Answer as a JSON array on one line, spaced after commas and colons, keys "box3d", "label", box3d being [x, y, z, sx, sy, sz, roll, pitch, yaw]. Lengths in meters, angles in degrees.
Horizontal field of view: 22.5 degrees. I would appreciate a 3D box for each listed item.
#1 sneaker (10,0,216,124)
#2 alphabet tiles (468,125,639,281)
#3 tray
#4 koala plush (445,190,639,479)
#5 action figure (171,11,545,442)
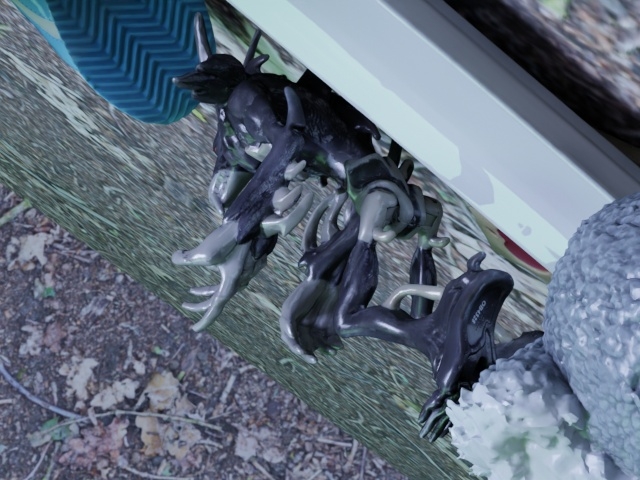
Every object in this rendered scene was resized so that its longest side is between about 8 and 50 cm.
[{"box3d": [-0.145, -0.161, 0.901, 0.229, 0.087, 0.092, 49, 174, -19], "label": "sneaker"}, {"box3d": [0.197, 0.037, 0.788, 0.342, 0.011, 0.285, 31, 168, 33], "label": "alphabet tiles"}, {"box3d": [0.060, -0.062, 0.709, 0.270, 0.030, 0.145, 39, 168, -7], "label": "tray"}, {"box3d": [0.166, 0.060, 0.527, 0.221, 0.196, 0.203, 30, 178, 17], "label": "koala plush"}, {"box3d": [0.000, 0.000, 0.822, 0.164, 0.141, 0.276, 19, -158, -53], "label": "action figure"}]
